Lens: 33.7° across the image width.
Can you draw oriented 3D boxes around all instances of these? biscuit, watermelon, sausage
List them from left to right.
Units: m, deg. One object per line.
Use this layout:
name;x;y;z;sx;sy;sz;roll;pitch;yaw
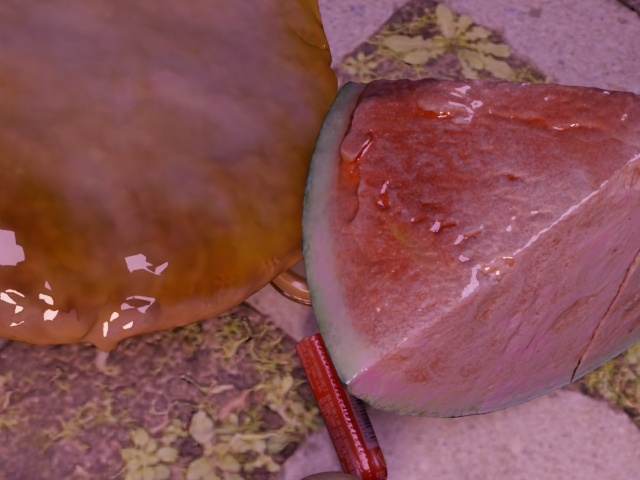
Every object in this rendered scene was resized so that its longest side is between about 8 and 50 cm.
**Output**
biscuit;-0.181;-0.124;0.783;0.429;0.104;0.446;-1;60;-28
sausage;0.019;0.133;0.799;0.034;0.034;0.129;-19;74;-13
watermelon;0.143;-0.033;0.791;0.319;0.292;0.222;-44;59;10

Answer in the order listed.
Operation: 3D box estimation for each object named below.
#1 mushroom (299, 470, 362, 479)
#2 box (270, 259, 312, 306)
mushroom;0.009;0.204;0.753;0.083;0.083;0.067;39;26;8
box;0.000;0.000;0.844;0.105;0.037;0.105;2;71;-6
